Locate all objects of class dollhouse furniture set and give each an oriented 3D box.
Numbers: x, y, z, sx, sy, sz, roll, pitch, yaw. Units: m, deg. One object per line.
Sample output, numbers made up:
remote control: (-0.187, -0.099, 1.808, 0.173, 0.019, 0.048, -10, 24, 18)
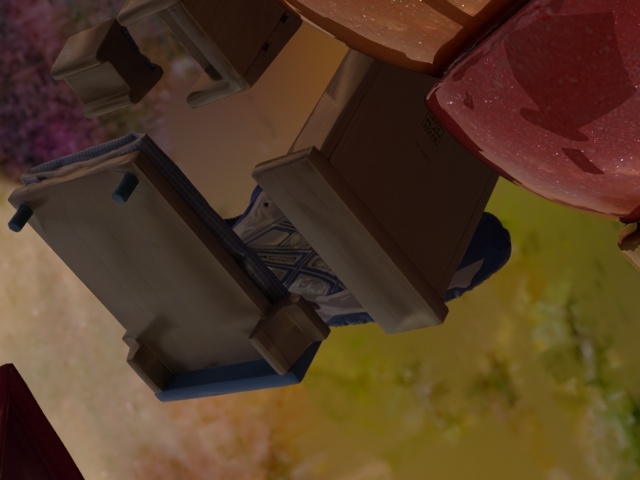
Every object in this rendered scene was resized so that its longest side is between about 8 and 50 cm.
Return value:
dollhouse furniture set: (-0.067, -0.071, 0.975, 0.286, 0.303, 0.198, 50, -133, -26)

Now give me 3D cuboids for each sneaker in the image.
sneaker: (0.000, 0.000, 1.190, 0.112, 0.296, 0.131, -72, -30, -81)

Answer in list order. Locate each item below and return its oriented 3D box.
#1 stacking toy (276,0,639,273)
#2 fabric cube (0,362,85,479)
stacking toy: (0.189, -0.072, 0.619, 0.480, 0.350, 0.350, 55, 179, 0)
fabric cube: (-0.171, 0.245, 0.493, 0.259, 0.258, 0.254, -101, -9, -58)
